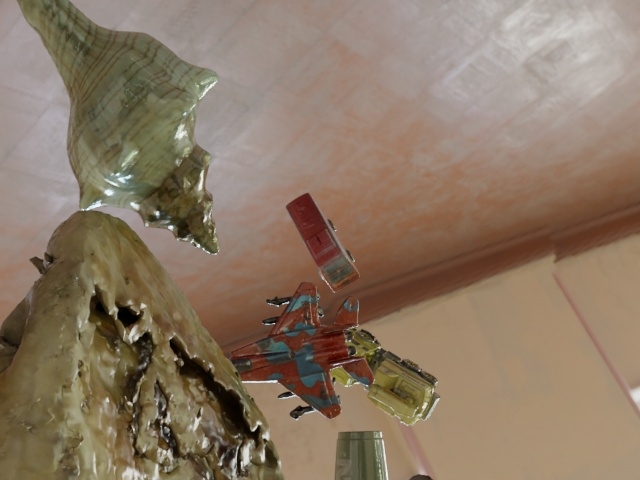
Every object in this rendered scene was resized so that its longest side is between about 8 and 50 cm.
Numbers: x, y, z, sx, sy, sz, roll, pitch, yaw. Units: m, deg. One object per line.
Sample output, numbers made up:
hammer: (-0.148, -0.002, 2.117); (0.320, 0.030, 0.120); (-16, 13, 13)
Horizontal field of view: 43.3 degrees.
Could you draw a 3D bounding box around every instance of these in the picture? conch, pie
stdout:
conch: (-0.137, -0.091, 0.633); (0.137, 0.114, 0.233); (-17, 114, -13)
pie: (-0.107, 0.130, 0.536); (0.077, 0.339, 0.339); (-20, 154, 9)

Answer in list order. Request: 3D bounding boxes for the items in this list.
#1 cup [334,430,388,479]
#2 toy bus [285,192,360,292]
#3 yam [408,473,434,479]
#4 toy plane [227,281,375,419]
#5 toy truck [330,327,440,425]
cup: (0.074, 0.404, 1.407); (0.120, 0.141, 0.120); (2, 167, 0)
toy bus: (0.000, 0.000, 1.381); (0.065, 0.192, 0.077); (-33, 135, 4)
yam: (0.138, 0.434, 1.219); (0.183, 0.107, 0.107); (-30, 165, -47)
toy plane: (-0.044, 0.109, 0.742); (0.189, 0.130, 0.061); (-10, 174, -14)
toy truck: (0.134, 0.319, 1.859); (0.124, 0.272, 0.157); (-63, 158, 10)
